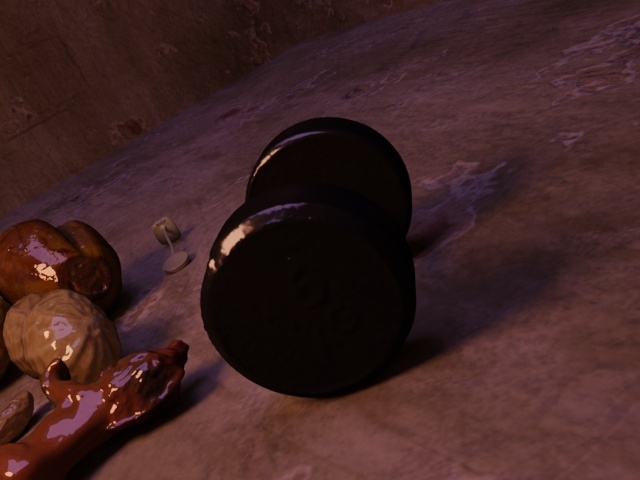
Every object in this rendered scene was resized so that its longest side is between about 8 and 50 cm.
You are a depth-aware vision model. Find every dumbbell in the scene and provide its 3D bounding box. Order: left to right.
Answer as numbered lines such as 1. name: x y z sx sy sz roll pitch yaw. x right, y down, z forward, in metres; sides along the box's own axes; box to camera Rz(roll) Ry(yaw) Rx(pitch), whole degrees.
1. dumbbell: 0.000 0.000 0.884 0.204 0.204 0.322 -23 20 15

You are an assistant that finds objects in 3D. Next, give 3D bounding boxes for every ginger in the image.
1. ginger: -0.445 0.262 1.056 0.173 0.051 0.069 -29 24 -20

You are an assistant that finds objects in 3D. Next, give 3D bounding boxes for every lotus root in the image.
1. lotus root: -0.417 0.047 1.334 0.188 0.199 0.180 -43 21 -28

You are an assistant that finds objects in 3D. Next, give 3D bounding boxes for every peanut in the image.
1. peanut: -0.370 0.134 1.144 0.120 0.136 0.298 0 -1 -34

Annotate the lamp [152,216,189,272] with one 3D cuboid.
1. lamp: -0.266 0.018 1.479 0.050 0.056 0.198 -28 30 -4

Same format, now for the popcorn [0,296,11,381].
1. popcorn: -0.624 0.171 1.293 0.286 0.215 0.252 -18 -2 38

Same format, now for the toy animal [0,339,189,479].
1. toy animal: -0.277 0.208 0.901 0.312 0.097 0.157 -41 29 -30
